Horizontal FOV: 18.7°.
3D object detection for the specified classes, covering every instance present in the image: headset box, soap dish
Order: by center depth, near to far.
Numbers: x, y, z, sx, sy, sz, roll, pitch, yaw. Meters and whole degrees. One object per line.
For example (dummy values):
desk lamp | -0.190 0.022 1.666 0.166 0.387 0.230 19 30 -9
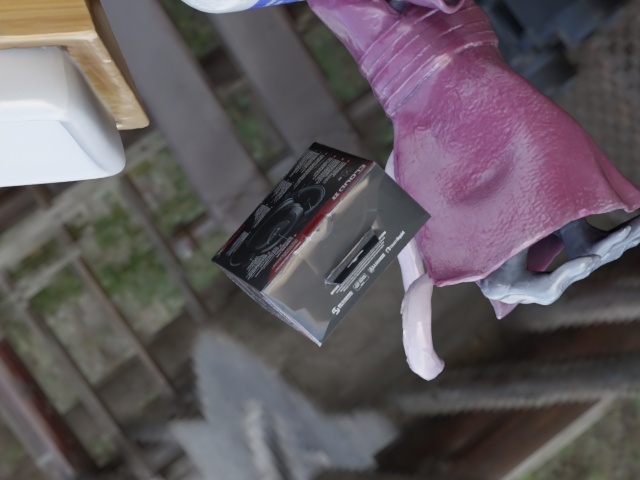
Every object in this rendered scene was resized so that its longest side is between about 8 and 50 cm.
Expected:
headset box | 0.000 0.000 0.706 0.032 0.062 0.083 42 174 -19
soap dish | -0.236 -0.090 0.913 0.229 0.290 0.118 82 -175 -84

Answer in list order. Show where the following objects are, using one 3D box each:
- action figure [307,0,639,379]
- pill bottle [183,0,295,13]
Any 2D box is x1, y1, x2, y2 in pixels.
action figure | 0.075 -0.118 1.378 0.370 0.275 0.248 54 177 7
pill bottle | -0.019 -0.215 1.130 0.152 0.272 0.152 39 136 52
